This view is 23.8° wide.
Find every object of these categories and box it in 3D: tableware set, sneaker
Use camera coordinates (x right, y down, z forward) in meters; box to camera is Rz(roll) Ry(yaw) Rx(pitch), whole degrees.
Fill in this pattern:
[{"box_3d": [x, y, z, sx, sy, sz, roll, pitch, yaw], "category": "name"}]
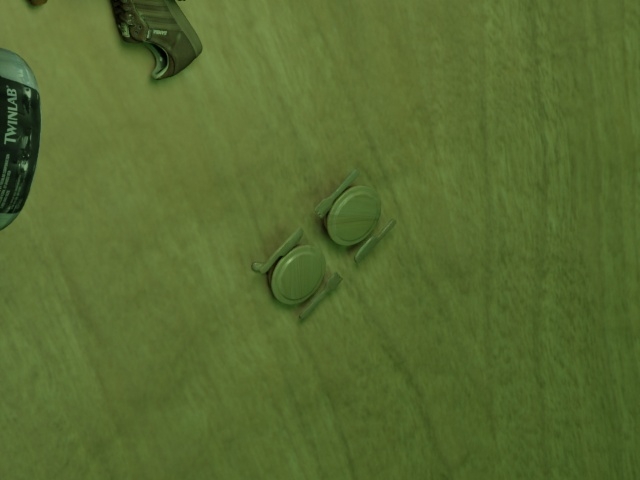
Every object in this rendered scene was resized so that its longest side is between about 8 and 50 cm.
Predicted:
[{"box_3d": [0.000, 0.000, 2.005, 0.194, 0.039, 0.128, -46, 135, -8], "category": "tableware set"}, {"box_3d": [-0.210, -0.269, 1.773, 0.071, 0.066, 0.188, -46, 122, -14], "category": "sneaker"}]

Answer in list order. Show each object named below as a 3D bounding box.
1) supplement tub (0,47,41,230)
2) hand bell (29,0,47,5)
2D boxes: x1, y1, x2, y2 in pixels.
[{"box_3d": [-0.476, -0.119, 1.553, 0.338, 0.207, 0.207, 7, 99, -34], "category": "supplement tub"}, {"box_3d": [-0.333, -0.371, 1.661, 0.126, 0.126, 0.242, -26, 129, -25], "category": "hand bell"}]
